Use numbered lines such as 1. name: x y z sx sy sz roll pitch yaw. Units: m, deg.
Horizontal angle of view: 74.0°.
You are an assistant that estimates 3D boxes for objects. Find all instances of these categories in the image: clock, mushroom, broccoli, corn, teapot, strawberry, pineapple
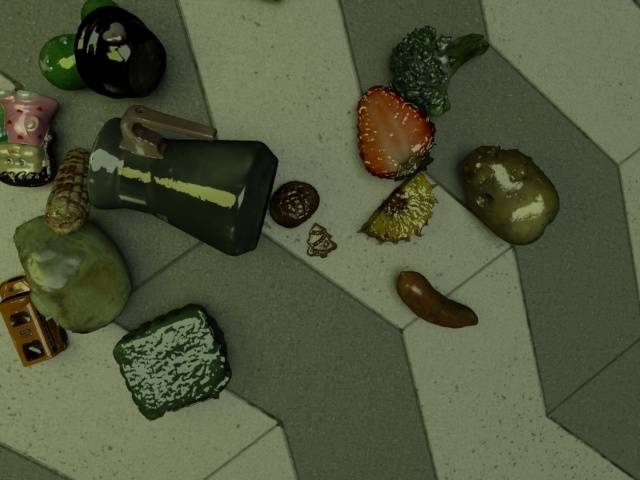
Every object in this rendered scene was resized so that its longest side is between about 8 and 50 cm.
1. clock: -0.659 -0.212 0.896 0.193 0.100 0.196 1 93 -7
2. mushroom: -0.516 0.058 0.896 0.189 0.164 0.267 -17 82 -21
3. broccoli: 0.310 -0.412 1.043 0.274 0.177 0.199 -11 92 -23
4. corn: -0.514 -0.109 0.879 0.079 0.237 0.080 -13 138 -11
5. teapot: -0.274 -0.130 0.888 0.343 0.300 0.254 13 55 -7
6. strawberry: 0.181 -0.261 1.052 0.190 0.111 0.237 -26 81 17
7. mushroom: -0.062 -0.087 1.026 0.109 0.085 0.126 40 81 -11
8. pineapple: 0.218 -0.058 1.087 0.233 0.079 0.135 -44 104 -4

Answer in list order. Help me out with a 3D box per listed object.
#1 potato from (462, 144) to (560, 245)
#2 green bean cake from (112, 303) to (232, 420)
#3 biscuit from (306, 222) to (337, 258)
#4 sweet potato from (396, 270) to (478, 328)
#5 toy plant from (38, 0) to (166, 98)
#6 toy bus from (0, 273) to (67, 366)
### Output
1. potato: 0.487 -0.124 1.102 0.191 0.141 0.296 -42 103 12
2. green bean cake: -0.332 0.279 0.991 0.226 0.125 0.223 -21 97 -10
3. biscuit: 0.000 0.000 1.082 0.082 0.016 0.092 -12 99 -9
4. sweet potato: 0.306 0.175 1.124 0.291 0.097 0.098 33 89 -20
5. toy plant: -0.454 -0.393 0.892 0.234 0.175 0.218 27 82 15
6. toy bus: -0.641 0.172 0.938 0.083 0.088 0.195 -19 98 -10
